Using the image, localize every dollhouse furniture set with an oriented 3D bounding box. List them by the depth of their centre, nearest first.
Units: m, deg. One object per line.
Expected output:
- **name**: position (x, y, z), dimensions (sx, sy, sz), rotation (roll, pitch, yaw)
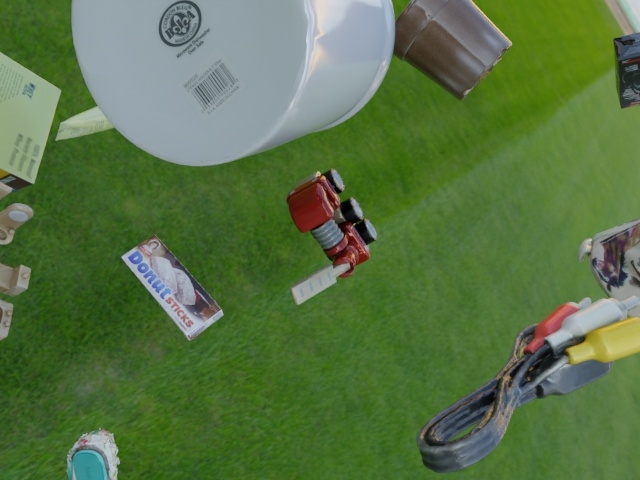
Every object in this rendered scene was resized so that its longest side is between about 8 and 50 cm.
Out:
- **dollhouse furniture set**: position (-0.434, 0.023, 0.832), dimensions (0.144, 0.123, 0.151), rotation (35, 38, -44)

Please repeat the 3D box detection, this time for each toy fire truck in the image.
- **toy fire truck**: position (0.000, 0.000, 1.360), dimensions (0.217, 0.159, 0.246), rotation (55, 22, -20)

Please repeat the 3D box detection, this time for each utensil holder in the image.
- **utensil holder**: position (-0.096, -0.287, 0.888), dimensions (0.327, 0.328, 0.385), rotation (57, 25, -4)

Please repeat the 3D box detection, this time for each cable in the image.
- **cable**: position (0.190, 0.118, 0.616), dimensions (0.287, 0.139, 0.072), rotation (-17, 102, -25)

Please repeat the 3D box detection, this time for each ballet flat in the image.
- **ballet flat**: position (-0.330, 0.390, 0.959), dimensions (0.077, 0.091, 0.240), rotation (-94, -168, -76)

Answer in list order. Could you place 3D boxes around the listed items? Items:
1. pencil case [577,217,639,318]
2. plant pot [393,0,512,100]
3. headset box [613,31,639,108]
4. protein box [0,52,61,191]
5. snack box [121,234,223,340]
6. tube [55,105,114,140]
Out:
- **pencil case**: position (0.514, -0.041, 0.776), dimensions (0.183, 0.410, 0.160), rotation (49, 45, 8)
- **plant pot**: position (0.219, -0.334, 1.088), dimensions (0.165, 0.167, 0.167), rotation (43, 33, 3)
- **headset box**: position (0.328, -0.169, 0.641), dimensions (0.083, 0.062, 0.032), rotation (48, 39, -53)
- **protein box**: position (-0.588, -0.209, 1.094), dimensions (0.201, 0.136, 0.199), rotation (32, 55, -47)
- **snack box**: position (-0.226, 0.068, 0.978), dimensions (0.064, 0.022, 0.178), rotation (-38, 65, -18)
- **tube**: position (-0.408, -0.255, 1.285), dimensions (0.240, 0.070, 0.062), rotation (-28, 50, -29)
